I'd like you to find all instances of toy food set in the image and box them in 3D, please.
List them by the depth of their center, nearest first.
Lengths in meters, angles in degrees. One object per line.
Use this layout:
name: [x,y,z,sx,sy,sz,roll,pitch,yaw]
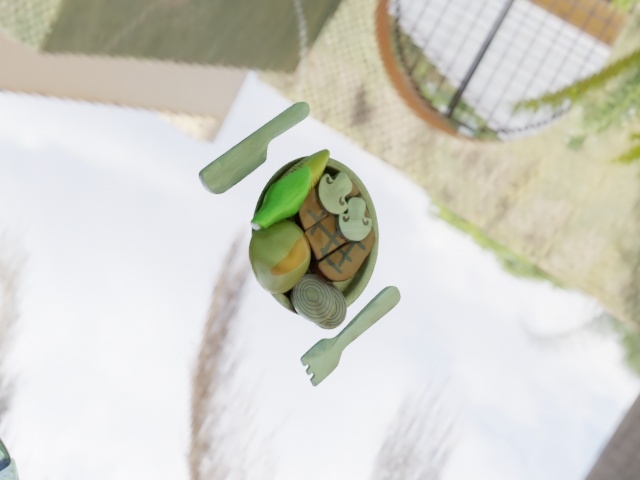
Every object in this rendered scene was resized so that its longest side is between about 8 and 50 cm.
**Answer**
toy food set: [0.000,0.000,1.117,0.038,0.132,0.192,-1,123,51]

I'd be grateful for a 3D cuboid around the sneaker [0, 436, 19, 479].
sneaker: [-0.300,0.118,1.131,0.153,0.094,0.235,-113,-3,-48]
